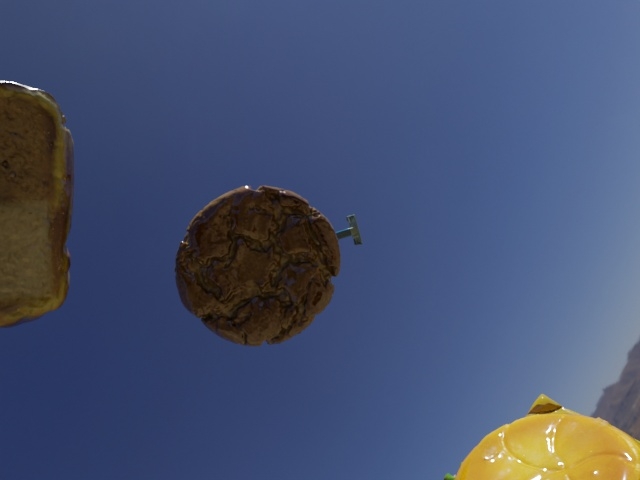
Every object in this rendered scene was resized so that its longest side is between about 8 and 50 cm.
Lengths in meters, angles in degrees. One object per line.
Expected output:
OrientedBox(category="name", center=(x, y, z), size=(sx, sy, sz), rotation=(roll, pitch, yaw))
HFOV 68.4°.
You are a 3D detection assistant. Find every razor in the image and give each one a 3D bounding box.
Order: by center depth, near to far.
OrientedBox(category="razor", center=(0.002, -0.001, 0.975), size=(0.191, 0.037, 0.068), rotation=(-16, -89, -25))

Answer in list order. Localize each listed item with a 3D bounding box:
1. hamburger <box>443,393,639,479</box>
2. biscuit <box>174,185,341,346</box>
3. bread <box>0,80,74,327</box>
OrientedBox(category="hamburger", center=(0.167, 0.191, 0.318), size=(0.163, 0.189, 0.093), rotation=(-29, -85, -5))
OrientedBox(category="biscuit", center=(-0.083, 0.033, 0.625), size=(0.226, 0.225, 0.042), rotation=(-57, -3, -4))
OrientedBox(category="bread", center=(-0.305, -0.027, 0.398), size=(0.181, 0.095, 0.223), rotation=(0, -92, -51))
